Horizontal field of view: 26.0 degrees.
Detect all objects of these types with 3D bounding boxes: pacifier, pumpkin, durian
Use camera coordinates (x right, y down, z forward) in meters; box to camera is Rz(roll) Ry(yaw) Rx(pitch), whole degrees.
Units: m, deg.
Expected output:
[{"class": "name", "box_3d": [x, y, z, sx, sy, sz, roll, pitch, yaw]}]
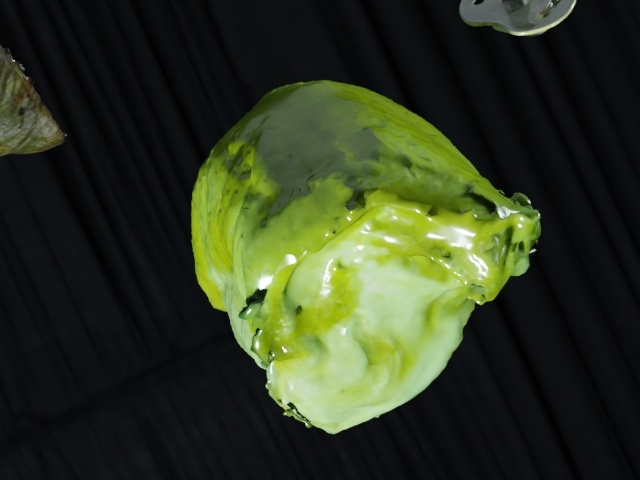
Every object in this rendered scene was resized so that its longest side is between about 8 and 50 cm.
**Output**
[{"class": "pacifier", "box_3d": [0.129, -0.170, 0.917, 0.083, 0.064, 0.068, 21, -118, 40]}, {"class": "pumpkin", "box_3d": [-0.273, -0.109, 1.022, 0.111, 0.163, 0.278, -48, -173, -14]}, {"class": "durian", "box_3d": [0.000, 0.000, 1.033, 0.204, 0.255, 0.339, 3, -151, -29]}]
